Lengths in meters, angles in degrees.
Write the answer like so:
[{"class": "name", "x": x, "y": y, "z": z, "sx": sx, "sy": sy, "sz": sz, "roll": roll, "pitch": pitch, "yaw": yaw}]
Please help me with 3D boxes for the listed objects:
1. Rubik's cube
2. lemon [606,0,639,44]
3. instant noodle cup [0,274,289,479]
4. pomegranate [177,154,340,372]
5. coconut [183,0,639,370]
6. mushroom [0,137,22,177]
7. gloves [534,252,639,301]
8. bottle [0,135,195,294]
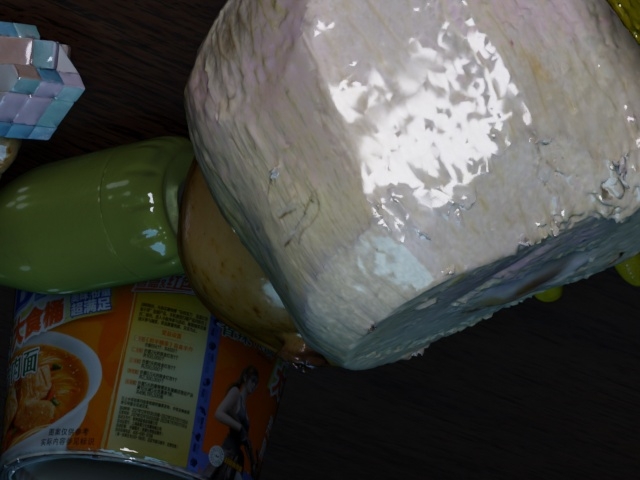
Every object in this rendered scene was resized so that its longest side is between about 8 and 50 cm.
[{"class": "Rubik's cube", "x": -0.216, "y": -0.122, "z": 1.401, "sx": 0.084, "sy": 0.073, "sz": 0.075, "roll": -41, "pitch": 147, "yaw": 19}, {"class": "lemon", "x": 0.265, "y": -0.166, "z": 0.972, "sx": 0.320, "sy": 0.245, "sz": 0.245, "roll": 18, "pitch": 153, "yaw": -11}, {"class": "instant noodle cup", "x": -0.158, "y": 0.139, "z": 1.766, "sx": 0.296, "sy": 0.214, "sz": 0.296, "roll": 6, "pitch": 155, "yaw": 3}, {"class": "pomegranate", "x": 0.000, "y": 0.000, "z": 1.431, "sx": 0.215, "sy": 0.215, "sz": 0.215, "roll": 6, "pitch": 155, "yaw": 3}, {"class": "coconut", "x": 0.064, "y": -0.083, "z": 1.134, "sx": 0.297, "sy": 0.254, "sz": 0.297, "roll": -22, "pitch": 167, "yaw": -5}, {"class": "mushroom", "x": -0.368, "y": -0.128, "z": 1.407, "sx": 0.351, "sy": 0.095, "sz": 0.123, "roll": 26, "pitch": 141, "yaw": -36}, {"class": "gloves", "x": 0.211, "y": -0.022, "z": 1.472, "sx": 0.133, "sy": 0.116, "sz": 0.294, "roll": 1, "pitch": 162, "yaw": 29}, {"class": "bottle", "x": -0.203, "y": -0.012, "z": 1.580, "sx": 0.260, "sy": 0.112, "sz": 0.112, "roll": -10, "pitch": 150, "yaw": 34}]
